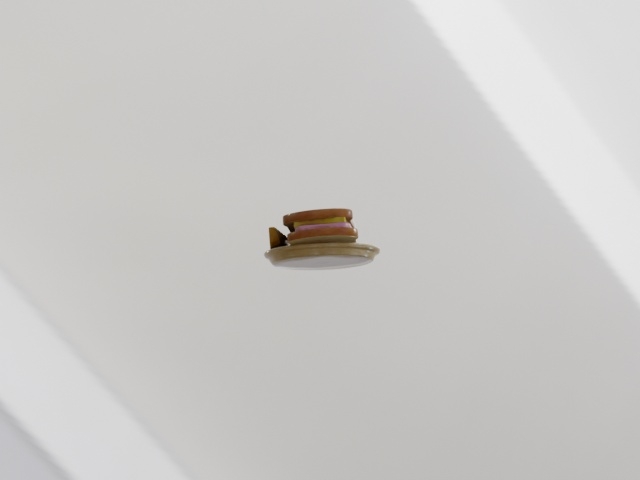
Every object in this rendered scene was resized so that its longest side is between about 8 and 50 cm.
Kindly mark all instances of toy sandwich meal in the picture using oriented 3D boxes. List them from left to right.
[{"bbox_3d":[0.000,0.000,1.230,0.085,0.029,0.085,-2,-9,0],"label":"toy sandwich meal"}]
